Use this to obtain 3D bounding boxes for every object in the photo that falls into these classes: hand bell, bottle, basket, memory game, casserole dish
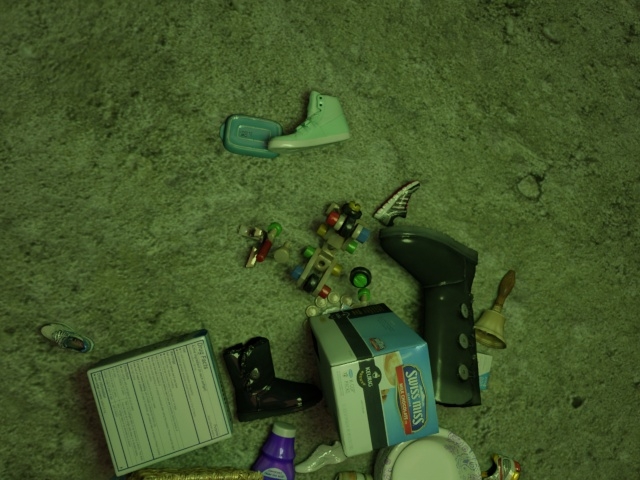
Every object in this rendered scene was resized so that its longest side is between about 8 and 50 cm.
[{"bbox_3d":[0.545,0.193,1.477,0.126,0.126,0.242,34,70,-9],"label":"hand bell"},{"bbox_3d":[-0.129,0.640,1.308,0.118,0.092,0.283,15,85,-5],"label":"bottle"},{"bbox_3d":[-0.310,0.657,1.148,0.299,0.223,0.214,13,66,-28],"label":"basket"},{"bbox_3d":[0.040,0.239,1.402,0.186,0.012,0.186,1,87,-12],"label":"memory game"},{"bbox_3d":[-0.188,-0.296,1.364,0.188,0.037,0.114,7,86,-11],"label":"casserole dish"}]

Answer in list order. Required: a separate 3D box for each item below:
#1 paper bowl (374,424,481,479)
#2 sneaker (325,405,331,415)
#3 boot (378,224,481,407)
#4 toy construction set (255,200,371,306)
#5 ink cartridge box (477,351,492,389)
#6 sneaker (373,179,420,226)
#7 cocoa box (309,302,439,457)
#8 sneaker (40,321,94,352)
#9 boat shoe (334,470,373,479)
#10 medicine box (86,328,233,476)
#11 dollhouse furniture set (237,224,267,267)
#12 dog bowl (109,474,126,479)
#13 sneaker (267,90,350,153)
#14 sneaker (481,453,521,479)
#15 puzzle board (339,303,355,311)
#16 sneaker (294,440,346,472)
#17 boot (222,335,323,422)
[{"bbox_3d":[0.289,0.657,1.359,0.284,0.148,0.284,2,81,-10],"label":"paper bowl"},{"bbox_3d":[0.103,0.485,1.383,0.185,0.069,0.084,25,74,-16],"label":"sneaker"},{"bbox_3d":[0.295,0.211,1.305,0.367,0.146,0.445,17,72,-31],"label":"boot"},{"bbox_3d":[0.000,0.000,1.340,0.308,0.237,0.258,7,117,5],"label":"toy construction set"},{"bbox_3d":[0.409,0.373,1.448,0.181,0.061,0.104,14,84,-10],"label":"ink cartridge box"},{"bbox_3d":[0.238,-0.106,1.434,0.170,0.063,0.075,-43,96,-5],"label":"sneaker"},{"bbox_3d":[0.120,0.326,1.225,0.227,0.347,0.232,-11,100,-8],"label":"cocoa box"},{"bbox_3d":[-0.646,0.247,1.234,0.135,0.058,0.052,24,83,-9],"label":"sneaker"},{"bbox_3d":[0.058,0.794,1.339,0.103,0.113,0.302,18,74,-9],"label":"boat shoe"},{"bbox_3d":[-0.396,0.398,1.234,0.289,0.149,0.264,-15,91,-13],"label":"medicine box"},{"bbox_3d":[-0.207,0.014,1.332,0.081,0.091,0.114,18,87,5],"label":"dollhouse furniture set"},{"bbox_3d":[-0.444,0.733,1.248,0.166,0.074,0.297,-43,97,-11],"label":"dog bowl"},{"bbox_3d":[-0.046,-0.332,1.358,0.255,0.094,0.151,-17,97,-27],"label":"sneaker"},{"bbox_3d":[0.505,0.745,1.453,0.092,0.088,0.225,29,82,11],"label":"sneaker"},{"bbox_3d":[0.104,0.250,1.403,0.128,0.011,0.096,25,82,-10],"label":"puzzle board"},{"bbox_3d":[-0.005,0.608,1.362,0.152,0.054,0.061,-13,77,-16],"label":"sneaker"},{"bbox_3d":[-0.129,0.364,1.318,0.246,0.094,0.207,-10,94,-6],"label":"boot"}]
